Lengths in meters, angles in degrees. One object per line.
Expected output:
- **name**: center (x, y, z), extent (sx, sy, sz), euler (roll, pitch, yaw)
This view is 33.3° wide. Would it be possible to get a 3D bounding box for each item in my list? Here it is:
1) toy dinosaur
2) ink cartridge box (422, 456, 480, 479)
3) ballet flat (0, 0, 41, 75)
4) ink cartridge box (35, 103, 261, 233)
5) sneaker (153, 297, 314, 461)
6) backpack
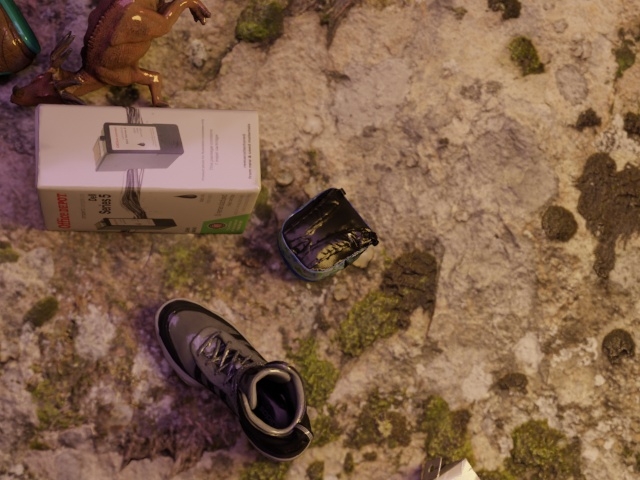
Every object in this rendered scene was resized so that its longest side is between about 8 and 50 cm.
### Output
- **toy dinosaur**: center (-0.275, -0.270, 1.422), extent (0.127, 0.296, 0.200), euler (44, 27, 29)
- **ink cartridge box**: center (0.171, 0.353, 1.383), extent (0.090, 0.092, 0.143), euler (-31, 80, -17)
- **ballet flat**: center (-0.505, -0.373, 1.478), extent (0.124, 0.116, 0.343), euler (-26, 83, 2)
- **ink cartridge box**: center (-0.224, -0.087, 1.384), extent (0.272, 0.198, 0.115), euler (0, 74, -10)
- **sneaker**: center (-0.103, 0.163, 1.355), extent (0.268, 0.153, 0.101), euler (45, 70, 5)
- **backpack**: center (0.000, 0.000, 1.461), extent (0.114, 0.084, 0.105), euler (-33, 81, -23)
